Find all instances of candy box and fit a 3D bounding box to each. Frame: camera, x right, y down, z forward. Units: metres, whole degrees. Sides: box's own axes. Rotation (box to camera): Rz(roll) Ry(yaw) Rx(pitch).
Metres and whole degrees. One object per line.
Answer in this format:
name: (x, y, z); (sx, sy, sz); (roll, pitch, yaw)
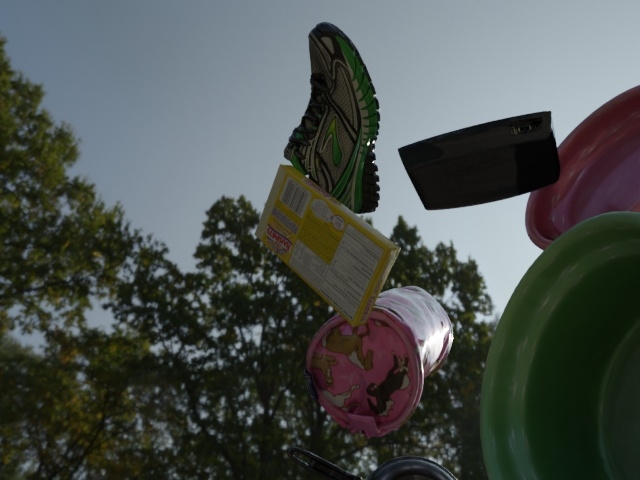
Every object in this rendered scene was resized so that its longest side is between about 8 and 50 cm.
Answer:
candy box: (0.000, 0.000, 0.755); (0.027, 0.206, 0.105); (-4, -56, -43)

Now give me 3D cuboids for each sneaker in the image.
sneaker: (0.013, -0.173, 1.011); (0.146, 0.134, 0.343); (-12, -53, -9)

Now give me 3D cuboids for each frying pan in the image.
frying pan: (0.118, 0.423, 1.092); (0.326, 0.197, 0.053); (46, -18, 17)

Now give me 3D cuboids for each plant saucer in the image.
plant saucer: (0.483, -0.103, 1.032); (0.084, 0.332, 0.332); (34, -56, -13)

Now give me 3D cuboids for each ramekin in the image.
ramekin: (0.289, 0.139, 0.575); (0.148, 0.303, 0.303); (18, -53, -12)

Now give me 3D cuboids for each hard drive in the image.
hard drive: (0.278, -0.127, 1.096); (0.255, 0.054, 0.172); (-12, -35, 20)

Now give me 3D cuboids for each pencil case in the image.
pencil case: (0.106, 0.164, 0.952); (0.167, 0.386, 0.160); (-41, -101, 14)
